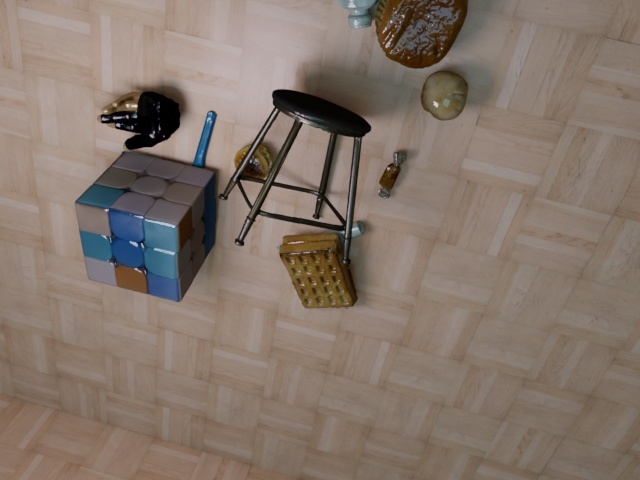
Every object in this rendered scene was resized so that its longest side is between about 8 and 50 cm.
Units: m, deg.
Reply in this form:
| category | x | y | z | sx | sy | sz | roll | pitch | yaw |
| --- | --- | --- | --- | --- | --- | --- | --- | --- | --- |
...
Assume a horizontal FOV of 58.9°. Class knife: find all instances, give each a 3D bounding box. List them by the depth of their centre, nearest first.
| category | x | y | z | sx | sy | sz | roll | pitch | yaw |
| --- | --- | --- | --- | --- | --- | --- | --- | --- | --- |
| knife | -0.403 | -0.307 | 1.940 | 0.044 | 0.026 | 0.296 | 22 | 121 | -4 |

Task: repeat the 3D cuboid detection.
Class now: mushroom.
| category | x | y | z | sx | sy | sz | roll | pitch | yaw |
| --- | --- | --- | --- | --- | --- | --- | --- | --- | --- |
| mushroom | 0.359 | -0.421 | 1.644 | 0.148 | 0.112 | 0.147 | 4 | 100 | 24 |

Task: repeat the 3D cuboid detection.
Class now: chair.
| category | x | y | z | sx | sy | sz | roll | pitch | yaw |
| --- | --- | --- | --- | --- | --- | --- | --- | --- | --- |
| chair | -0.058 | -0.212 | 1.704 | 0.362 | 0.364 | 0.409 | 11 | 113 | -22 |

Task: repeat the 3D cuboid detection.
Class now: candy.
| category | x | y | z | sx | sy | sz | roll | pitch | yaw |
| --- | --- | --- | --- | --- | --- | --- | --- | --- | --- |
| candy | 0.230 | -0.215 | 1.840 | 0.053 | 0.046 | 0.182 | 20 | 128 | -4 |

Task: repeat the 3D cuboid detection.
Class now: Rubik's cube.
| category | x | y | z | sx | sy | sz | roll | pitch | yaw |
| --- | --- | --- | --- | --- | --- | --- | --- | --- | --- |
| Rubik's cube | -0.572 | -0.052 | 1.927 | 0.347 | 0.346 | 0.344 | 14 | 130 | 6 |

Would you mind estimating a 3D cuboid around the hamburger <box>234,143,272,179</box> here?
| category | x | y | z | sx | sy | sz | roll | pitch | yaw |
| --- | --- | --- | --- | --- | --- | --- | --- | --- | --- |
| hamburger | -0.222 | -0.260 | 1.892 | 0.141 | 0.081 | 0.126 | -15 | 116 | 22 |

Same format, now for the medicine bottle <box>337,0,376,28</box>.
| category | x | y | z | sx | sy | sz | roll | pitch | yaw |
| --- | --- | --- | --- | --- | --- | --- | --- | --- | --- |
| medicine bottle | 0.103 | -0.703 | 1.547 | 0.121 | 0.083 | 0.228 | 5 | 121 | 18 |

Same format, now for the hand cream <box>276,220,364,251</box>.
| category | x | y | z | sx | sy | sz | roll | pitch | yaw |
| --- | --- | --- | --- | --- | --- | --- | --- | --- | --- |
| hand cream | 0.000 | 0.000 | 2.023 | 0.332 | 0.058 | 0.085 | -17 | 131 | 27 |

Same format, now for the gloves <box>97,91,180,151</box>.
| category | x | y | z | sx | sy | sz | roll | pitch | yaw |
| --- | --- | --- | --- | --- | --- | --- | --- | --- | --- |
| gloves | -0.594 | -0.389 | 1.859 | 0.301 | 0.152 | 0.197 | 5 | 101 | 17 |

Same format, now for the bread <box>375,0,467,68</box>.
| category | x | y | z | sx | sy | sz | roll | pitch | yaw |
| --- | --- | --- | --- | --- | --- | --- | --- | --- | --- |
| bread | 0.269 | -0.606 | 1.538 | 0.228 | 0.142 | 0.253 | 28 | 121 | -12 |

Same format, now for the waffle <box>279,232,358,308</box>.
| category | x | y | z | sx | sy | sz | roll | pitch | yaw |
| --- | --- | --- | --- | --- | --- | --- | --- | --- | --- |
| waffle | -0.003 | 0.116 | 2.034 | 0.224 | 0.098 | 0.327 | -3 | 136 | 18 |
